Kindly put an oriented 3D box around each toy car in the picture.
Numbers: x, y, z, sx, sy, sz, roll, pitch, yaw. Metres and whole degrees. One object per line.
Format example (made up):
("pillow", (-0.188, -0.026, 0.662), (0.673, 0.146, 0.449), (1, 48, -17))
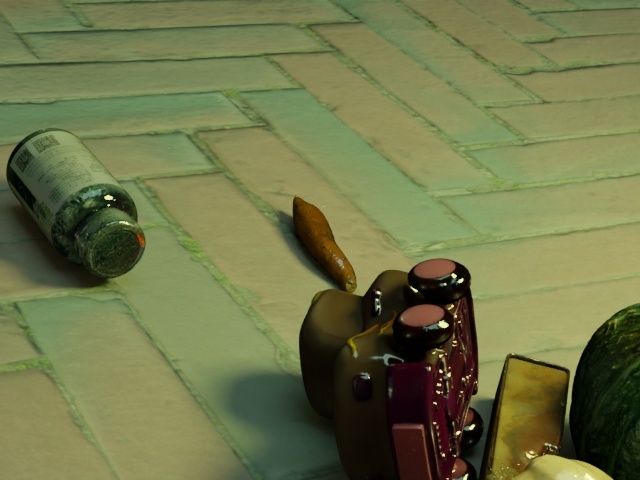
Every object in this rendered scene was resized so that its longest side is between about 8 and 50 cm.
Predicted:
("toy car", (0.082, 0.178, 1.808), (0.240, 0.271, 0.340), (-2, 26, 16))

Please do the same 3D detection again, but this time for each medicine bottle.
("medicine bottle", (-0.376, -0.055, 2.163), (0.141, 0.141, 0.293), (-9, 33, -31))

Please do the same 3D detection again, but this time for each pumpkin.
("pumpkin", (0.429, 0.216, 1.823), (0.197, 0.263, 0.293), (3, 34, 5))

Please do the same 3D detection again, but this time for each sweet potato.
("sweet potato", (-0.001, 0.001, 2.282), (0.057, 0.057, 0.264), (-1, 35, -20))

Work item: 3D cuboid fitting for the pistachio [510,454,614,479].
("pistachio", (0.312, 0.354, 1.624), (0.229, 0.157, 0.157), (41, 38, 16))

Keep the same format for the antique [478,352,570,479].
("antique", (0.269, 0.270, 1.848), (0.093, 0.087, 0.310), (15, 28, 6))
